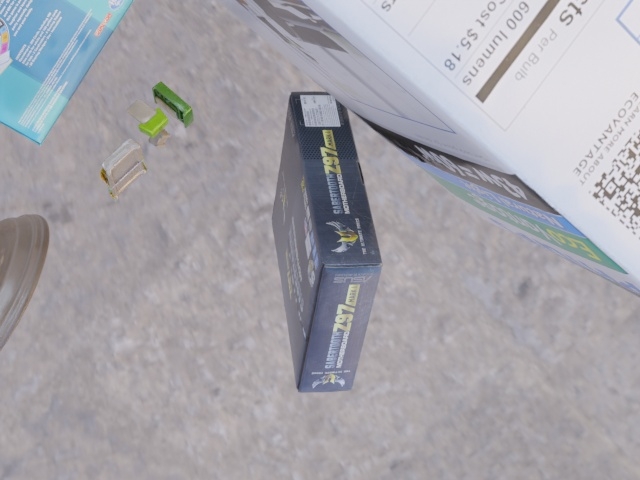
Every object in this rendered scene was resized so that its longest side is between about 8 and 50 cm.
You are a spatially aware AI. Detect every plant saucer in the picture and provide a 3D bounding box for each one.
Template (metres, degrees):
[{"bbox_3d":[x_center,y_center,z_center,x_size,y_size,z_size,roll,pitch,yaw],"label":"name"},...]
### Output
[{"bbox_3d":[-0.461,0.080,1.760,0.041,0.278,0.278,32,101,-28],"label":"plant saucer"}]

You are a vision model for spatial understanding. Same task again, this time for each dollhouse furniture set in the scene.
[{"bbox_3d":[-0.231,-0.129,1.620,0.151,0.058,0.076,-46,163,-18],"label":"dollhouse furniture set"}]

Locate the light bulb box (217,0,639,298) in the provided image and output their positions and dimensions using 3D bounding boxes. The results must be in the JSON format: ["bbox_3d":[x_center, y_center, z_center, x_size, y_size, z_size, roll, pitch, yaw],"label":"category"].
[{"bbox_3d":[0.143,-0.211,0.746,0.361,0.225,0.358,37,89,-31],"label":"light bulb box"}]

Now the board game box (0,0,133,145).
[{"bbox_3d":[-0.425,-0.306,1.618,0.336,0.079,0.253,31,94,-44],"label":"board game box"}]

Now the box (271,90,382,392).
[{"bbox_3d":[0.000,0.000,1.236,0.059,0.232,0.183,-1,138,-10],"label":"box"}]
